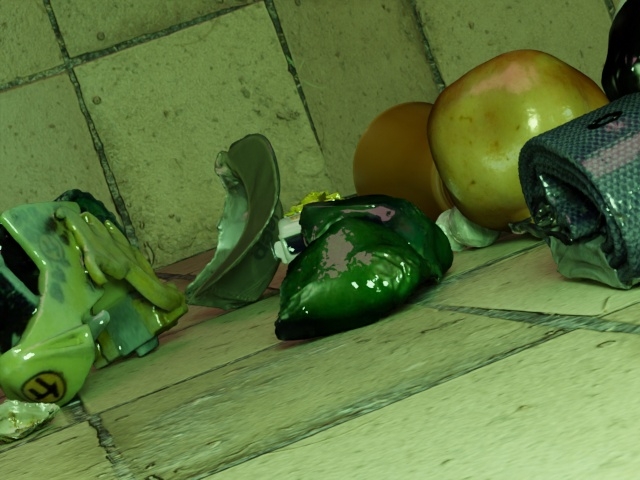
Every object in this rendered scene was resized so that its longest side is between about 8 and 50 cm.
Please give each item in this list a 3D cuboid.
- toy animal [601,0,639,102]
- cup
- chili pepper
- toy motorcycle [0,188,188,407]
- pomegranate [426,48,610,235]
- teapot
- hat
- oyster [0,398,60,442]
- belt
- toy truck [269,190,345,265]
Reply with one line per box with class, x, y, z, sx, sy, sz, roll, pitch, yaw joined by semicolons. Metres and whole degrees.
toy animal;0.418;-0.204;1.724;0.251;0.251;0.310;-19;7;3
cup;0.181;-0.084;2.061;0.226;0.182;0.264;12;2;-18
chili pepper;0.049;0.009;1.583;0.148;0.116;0.264;-15;6;22
toy motorcycle;-0.298;0.057;1.781;0.169;0.237;0.410;-33;-3;21
pomegranate;0.214;-0.106;1.687;0.209;0.209;0.209;-19;4;1
teapot;0.176;-0.016;1.796;0.083;0.064;0.064;15;-21;-27
hat;-0.076;-0.012;2.003;0.149;0.214;0.245;21;-16;-31
oyster;-0.304;0.182;1.557;0.093;0.034;0.051;-9;20;-2
belt;0.227;-0.032;1.239;0.126;0.139;0.230;-26;7;-7
toy truck;0.000;0.000;1.937;0.098;0.114;0.227;-19;5;6
